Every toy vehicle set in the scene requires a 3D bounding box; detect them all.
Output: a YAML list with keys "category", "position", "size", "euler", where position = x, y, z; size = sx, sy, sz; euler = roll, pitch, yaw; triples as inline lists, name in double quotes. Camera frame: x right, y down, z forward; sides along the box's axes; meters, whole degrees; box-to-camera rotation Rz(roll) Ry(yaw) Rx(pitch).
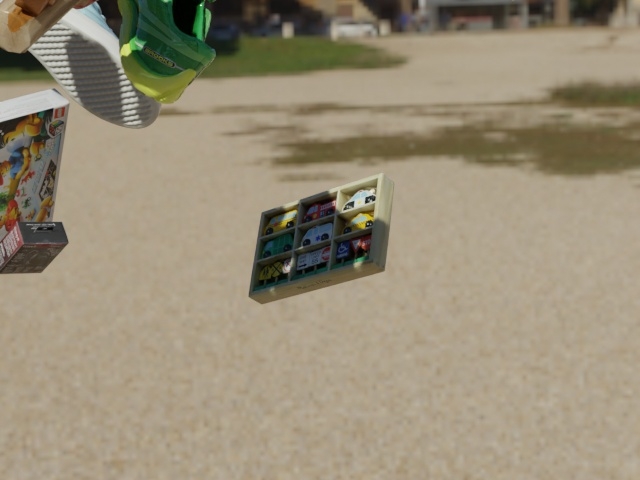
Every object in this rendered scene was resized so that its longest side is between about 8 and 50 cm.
- category: "toy vehicle set"
  position: [0.000, 0.000, 2.352]
  size: [0.267, 0.166, 0.035]
  euler: [-17, -36, 37]

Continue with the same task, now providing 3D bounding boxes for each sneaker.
- category: "sneaker"
  position: [-0.176, -0.293, 1.643]
  size: [0.123, 0.295, 0.109]
  euler: [-29, -31, 22]
- category: "sneaker"
  position: [-0.370, -0.333, 2.182]
  size: [0.135, 0.366, 0.150]
  euler: [-35, 17, 42]

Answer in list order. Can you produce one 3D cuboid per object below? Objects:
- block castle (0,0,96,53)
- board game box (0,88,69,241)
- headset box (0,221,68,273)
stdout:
- category: "block castle"
  position: [-0.363, -0.435, 1.410]
  size: [0.213, 0.453, 0.303]
  euler: [-54, 6, -38]
- category: "board game box"
  position: [-0.527, -0.097, 2.364]
  size: [0.193, 0.305, 0.053]
  euler: [-21, 51, -39]
- category: "headset box"
  position: [-0.341, 0.007, 1.674]
  size: [0.062, 0.032, 0.083]
  euler: [-2, -30, -41]
